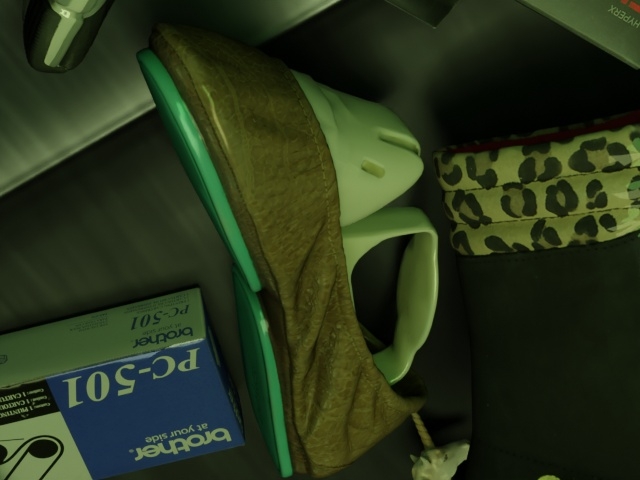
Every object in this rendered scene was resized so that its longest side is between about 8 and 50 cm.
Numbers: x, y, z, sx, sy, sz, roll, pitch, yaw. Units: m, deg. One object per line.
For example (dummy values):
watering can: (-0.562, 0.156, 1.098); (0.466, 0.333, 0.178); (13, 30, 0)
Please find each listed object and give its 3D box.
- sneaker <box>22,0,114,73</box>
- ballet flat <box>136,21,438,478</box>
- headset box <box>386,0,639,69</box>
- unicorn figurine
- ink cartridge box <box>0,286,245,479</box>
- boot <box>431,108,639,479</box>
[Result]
sneaker: (-0.049, -0.159, 0.858); (0.132, 0.086, 0.228); (12, 127, -22)
ballet flat: (0.000, 0.000, 0.996); (0.124, 0.116, 0.342); (-22, 135, -7)
headset box: (0.097, -0.225, 0.758); (0.218, 0.110, 0.293); (26, 107, -28)
unicorn figurine: (0.109, 0.171, 1.194); (0.111, 0.060, 0.162); (-4, 132, -7)
ink cartridge box: (-0.156, 0.097, 1.092); (0.207, 0.046, 0.097); (-14, 133, 3)
boot: (0.242, 0.063, 0.974); (0.377, 0.138, 0.284); (-8, 95, 13)
